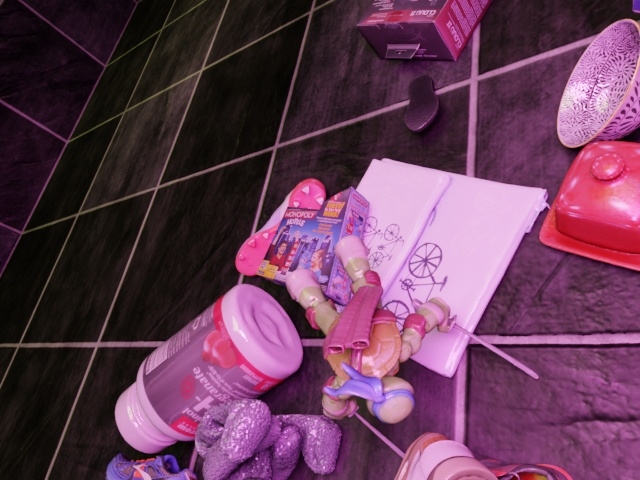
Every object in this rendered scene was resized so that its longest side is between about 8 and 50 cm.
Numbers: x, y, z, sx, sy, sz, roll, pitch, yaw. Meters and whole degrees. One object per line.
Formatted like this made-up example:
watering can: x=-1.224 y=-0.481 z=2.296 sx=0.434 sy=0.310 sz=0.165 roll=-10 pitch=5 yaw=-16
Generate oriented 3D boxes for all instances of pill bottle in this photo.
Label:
pill bottle: x=-0.201 y=0.233 z=0.827 sx=0.318 sy=0.176 sz=0.176 roll=-39 pitch=45 yaw=15

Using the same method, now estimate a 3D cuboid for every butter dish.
butter dish: x=0.361 y=-0.063 z=0.581 sx=0.160 sy=0.118 sz=0.159 roll=23 pitch=79 yaw=46

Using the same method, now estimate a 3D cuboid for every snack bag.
snack bag: x=0.142 y=0.020 z=0.775 sx=0.343 sy=0.037 sz=0.323 roll=23 pitch=79 yaw=46

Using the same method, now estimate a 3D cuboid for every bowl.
bowl: x=0.405 y=-0.198 z=0.639 sx=0.080 sy=0.170 sz=0.170 roll=14 pitch=67 yaw=-1

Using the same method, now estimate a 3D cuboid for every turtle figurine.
turtle figurine: x=0.075 y=0.141 z=0.643 sx=0.197 sy=0.275 sz=0.266 roll=-59 pitch=38 yaw=28

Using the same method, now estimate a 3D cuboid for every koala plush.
koala plush: x=-0.102 y=0.359 z=0.667 sx=0.203 sy=0.196 sz=0.221 roll=-26 pitch=49 yaw=41

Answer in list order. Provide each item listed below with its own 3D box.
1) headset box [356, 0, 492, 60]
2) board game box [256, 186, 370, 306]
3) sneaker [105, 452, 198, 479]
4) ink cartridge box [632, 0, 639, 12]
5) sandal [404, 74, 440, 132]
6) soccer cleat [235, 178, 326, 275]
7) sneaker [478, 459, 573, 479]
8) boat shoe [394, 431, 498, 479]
headset box: x=0.230 y=-0.502 z=0.984 sx=0.218 sy=0.110 sz=0.293 roll=25 pitch=81 yaw=47
board game box: x=0.000 y=0.000 z=0.844 sx=0.194 sy=0.060 sz=0.194 roll=10 pitch=71 yaw=47
sneaker: x=-0.288 y=0.414 z=0.826 sx=0.221 sy=0.083 sz=0.087 roll=5 pitch=54 yaw=36
ink cartridge box: x=0.623 y=-0.332 z=0.541 sx=0.330 sy=0.071 sz=0.324 roll=-31 pitch=42 yaw=-12
sandal: x=0.200 y=-0.259 z=0.912 sx=0.067 sy=0.040 sz=0.179 roll=-16 pitch=40 yaw=26
soccer cleat: x=-0.080 y=-0.026 z=0.978 sx=0.248 sy=0.083 sz=0.095 roll=-48 pitch=12 yaw=13
sneaker: x=0.198 y=0.276 z=0.538 sx=0.158 sy=0.065 sz=0.061 roll=-23 pitch=51 yaw=28
boat shoe: x=0.111 y=0.366 z=0.522 sx=0.103 sy=0.113 sz=0.302 roll=-155 pitch=83 yaw=-77
